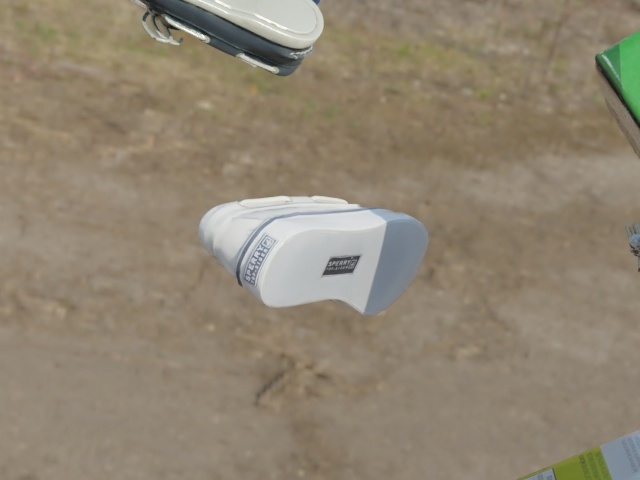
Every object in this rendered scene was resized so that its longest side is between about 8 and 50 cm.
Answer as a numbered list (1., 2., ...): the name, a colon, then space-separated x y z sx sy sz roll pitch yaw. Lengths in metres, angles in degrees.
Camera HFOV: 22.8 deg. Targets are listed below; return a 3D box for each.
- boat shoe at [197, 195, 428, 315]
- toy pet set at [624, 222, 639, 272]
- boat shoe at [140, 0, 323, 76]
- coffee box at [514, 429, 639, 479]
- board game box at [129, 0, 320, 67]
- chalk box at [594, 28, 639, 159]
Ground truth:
1. boat shoe: 0.000 0.000 1.254 0.084 0.095 0.258 33 10 27
2. toy pet set: 0.329 -0.007 1.391 0.114 0.122 0.065 36 32 -62
3. boat shoe: -0.123 -0.230 1.483 0.254 0.079 0.095 20 47 -15
4. coffee box: 0.195 0.410 1.267 0.334 0.338 0.338 -24 12 7
5. board game box: -0.115 -0.275 1.687 0.201 0.136 0.035 25 50 -23
6. chalk box: 0.339 -0.034 1.071 0.289 0.179 0.180 60 8 13
